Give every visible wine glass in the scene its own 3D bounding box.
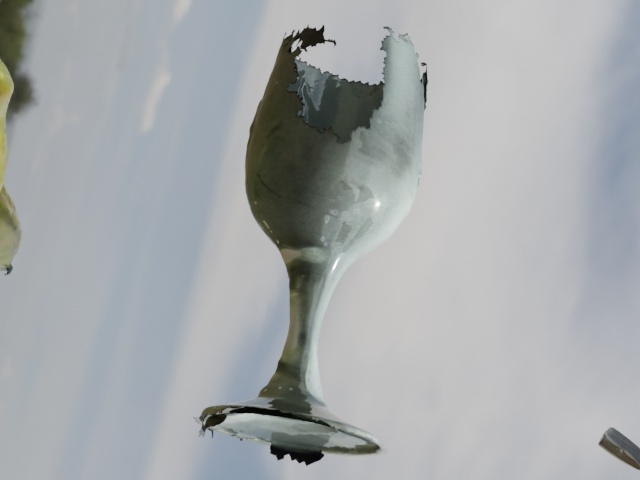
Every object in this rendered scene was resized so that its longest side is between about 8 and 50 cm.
[{"bbox_3d":[0.000,0.000,0.999,0.143,0.143,0.321,144,-44,-68],"label":"wine glass"}]

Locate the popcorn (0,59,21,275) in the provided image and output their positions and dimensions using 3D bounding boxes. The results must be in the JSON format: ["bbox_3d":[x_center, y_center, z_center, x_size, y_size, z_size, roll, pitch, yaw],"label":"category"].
[{"bbox_3d":[-0.347,-0.073,1.001,0.321,0.325,0.290,11,-96,48],"label":"popcorn"}]

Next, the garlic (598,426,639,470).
[{"bbox_3d":[0.260,0.116,0.773,0.131,0.194,0.127,51,42,-59],"label":"garlic"}]
